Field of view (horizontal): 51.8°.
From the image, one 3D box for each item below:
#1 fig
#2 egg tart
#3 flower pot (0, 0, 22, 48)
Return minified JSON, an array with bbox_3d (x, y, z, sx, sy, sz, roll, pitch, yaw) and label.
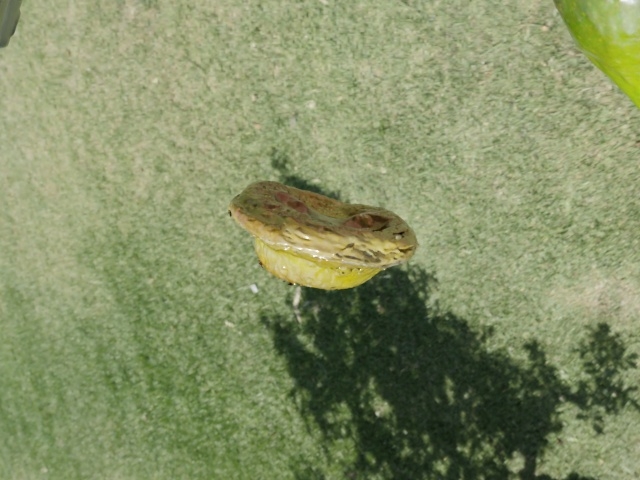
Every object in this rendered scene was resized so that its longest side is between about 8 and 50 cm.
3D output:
[{"bbox_3d":[0.399,-0.273,0.821,0.206,0.206,0.275,9,127,43],"label":"fig"},{"bbox_3d":[0.000,0.000,1.479,0.443,0.443,0.178,26,109,36],"label":"egg tart"},{"bbox_3d":[-0.284,-0.188,0.340,0.367,0.254,0.165,38,108,61],"label":"flower pot"}]
